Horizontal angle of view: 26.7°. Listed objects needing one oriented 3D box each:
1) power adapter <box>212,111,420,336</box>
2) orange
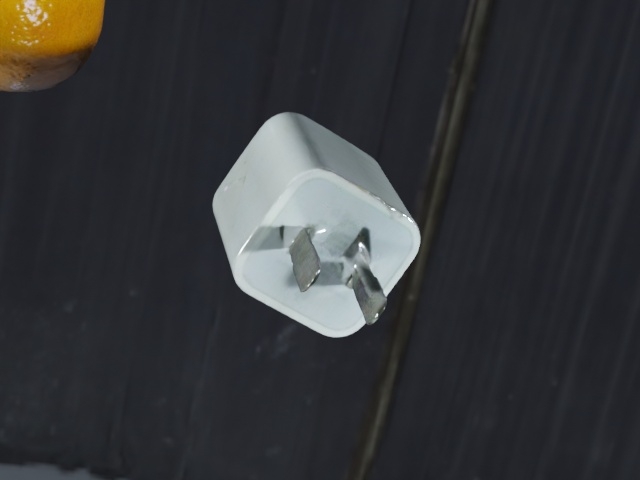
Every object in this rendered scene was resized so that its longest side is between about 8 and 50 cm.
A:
[{"bbox_3d":[0.000,0.000,1.090,0.130,0.125,0.205,31,16,-23],"label":"power adapter"},{"bbox_3d":[-0.307,-0.261,1.306,0.171,0.240,0.240,-10,27,-25],"label":"orange"}]
